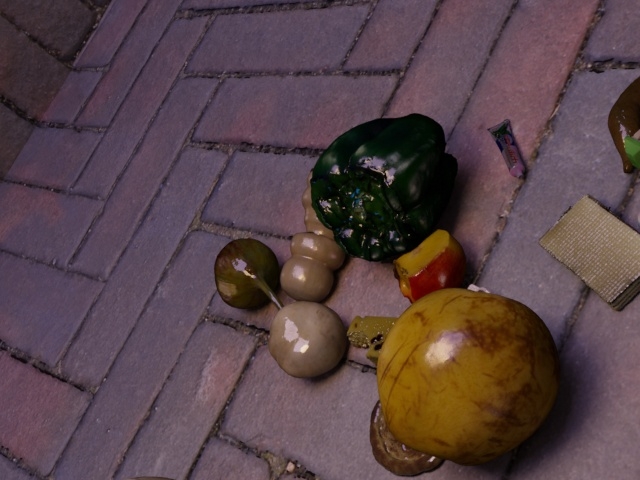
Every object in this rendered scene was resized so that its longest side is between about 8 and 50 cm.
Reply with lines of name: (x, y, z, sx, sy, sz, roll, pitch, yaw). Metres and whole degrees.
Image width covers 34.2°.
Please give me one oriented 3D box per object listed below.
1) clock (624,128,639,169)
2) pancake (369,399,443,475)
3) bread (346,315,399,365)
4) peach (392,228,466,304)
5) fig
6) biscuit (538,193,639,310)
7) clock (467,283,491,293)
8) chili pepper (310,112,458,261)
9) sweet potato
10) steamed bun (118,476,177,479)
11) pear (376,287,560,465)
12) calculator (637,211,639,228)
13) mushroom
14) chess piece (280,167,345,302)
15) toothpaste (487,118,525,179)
clock: (0.618, -0.162, 1.567, 0.255, 0.106, 0.220, -41, 38, -2)
pancake: (0.161, 0.306, 1.736, 0.190, 0.020, 0.184, -39, 38, 14)
bread: (0.134, 0.179, 1.842, 0.226, 0.049, 0.088, -2, 58, 45)
peach: (0.197, 0.056, 1.821, 0.151, 0.151, 0.118, -41, 67, 11)
fig: (-0.128, 0.088, 2.096, 0.149, 0.149, 0.245, -52, 32, -2)
biscuit: (0.450, 0.015, 1.668, 0.121, 0.040, 0.199, -48, 40, 8)
clock: (0.267, 0.126, 1.745, 0.087, 0.041, 0.129, -38, 53, -21)
chili pepper: (0.126, -0.107, 1.930, 0.249, 0.233, 0.256, 3, 39, 42)
sweet potato: (0.532, -0.229, 1.779, 0.069, 0.059, 0.249, 9, 61, 26)
steamed bun: (-0.302, 0.578, 1.819, 0.324, 0.206, 0.324, -28, 40, 27)
pear: (0.220, 0.203, 1.573, 0.281, 0.281, 0.280, -26, 44, 28)
calculator: (0.561, 0.000, 1.548, 0.121, 0.039, 0.210, -23, 42, 3)
mushroom: (-0.026, 0.188, 1.946, 0.154, 0.122, 0.154, 0, 56, 0)
chess piece: (0.000, 0.000, 2.068, 0.143, 0.143, 0.260, 8, 72, 48)
toothpaste: (0.350, -0.168, 1.932, 0.045, 0.028, 0.170, -29, 39, 16)
